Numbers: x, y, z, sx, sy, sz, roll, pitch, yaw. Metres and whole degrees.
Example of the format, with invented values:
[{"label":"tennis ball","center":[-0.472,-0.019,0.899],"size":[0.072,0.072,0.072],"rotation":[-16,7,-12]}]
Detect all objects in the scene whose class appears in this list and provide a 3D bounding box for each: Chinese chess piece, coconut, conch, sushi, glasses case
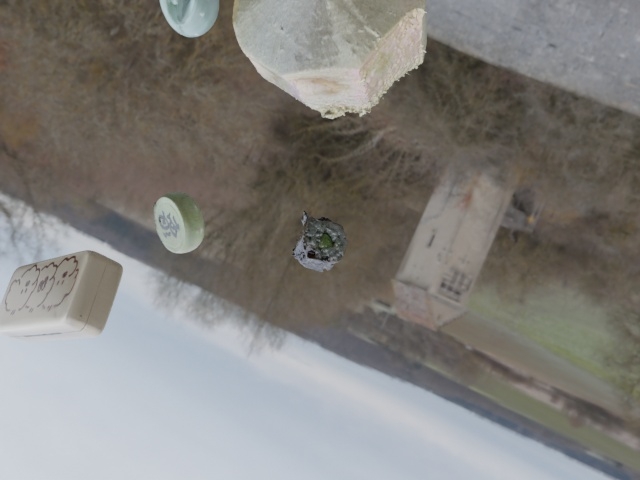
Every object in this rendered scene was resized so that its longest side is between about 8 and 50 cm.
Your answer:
[{"label":"Chinese chess piece","center":[-0.329,-0.041,1.860],"size":[0.058,0.144,0.144],"rotation":[-19,-155,-39]},{"label":"coconut","center":[0.021,-0.352,1.267],"size":[0.297,0.298,0.309],"rotation":[23,177,14]},{"label":"conch","center":[-0.294,-0.556,1.831],"size":[0.221,0.120,0.185],"rotation":[49,153,49]},{"label":"sushi","center":[0.000,0.002,1.501],"size":[0.094,0.098,0.084],"rotation":[16,162,-9]},{"label":"glasses case","center":[-0.492,0.109,1.488],"size":[0.076,0.144,0.336],"rotation":[29,153,-36]}]
